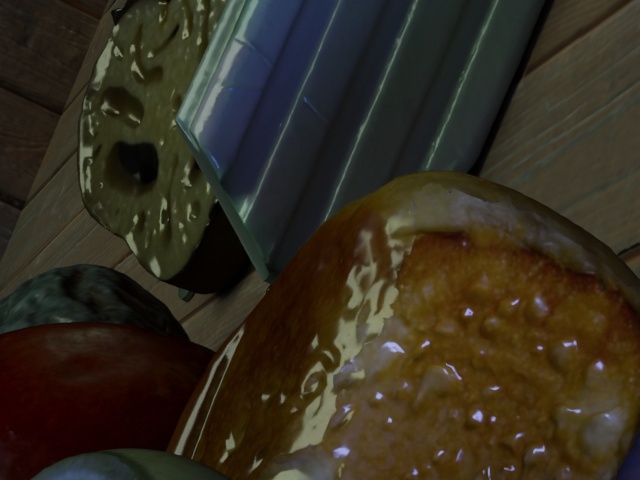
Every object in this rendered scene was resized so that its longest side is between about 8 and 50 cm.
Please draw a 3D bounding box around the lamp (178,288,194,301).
[{"bbox_3d":[-0.124,-0.031,1.954,0.198,0.056,0.050,-68,19,-2],"label":"lamp"}]

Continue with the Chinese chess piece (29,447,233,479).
[{"bbox_3d":[-0.097,0.203,0.810,0.238,0.092,0.237,-35,40,35],"label":"Chinese chess piece"}]

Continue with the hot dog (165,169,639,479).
[{"bbox_3d":[0.015,0.166,0.963,0.405,0.185,0.223,-67,19,-9],"label":"hot dog"}]

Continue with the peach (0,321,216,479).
[{"bbox_3d":[-0.196,0.249,1.210,0.335,0.310,0.405,-66,-6,-71],"label":"peach"}]

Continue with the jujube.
[{"bbox_3d":[-0.198,0.153,1.585,0.308,0.215,0.246,-119,19,-56],"label":"jujube"}]

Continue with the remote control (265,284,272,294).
[{"bbox_3d":[0.000,0.000,1.526,0.222,0.042,0.072,-64,16,-3],"label":"remote control"}]

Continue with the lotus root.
[{"bbox_3d":[-0.119,-0.129,1.857,0.390,0.111,0.374,-19,58,48],"label":"lotus root"}]

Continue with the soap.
[{"bbox_3d":[0.028,-0.130,1.339,0.347,0.208,0.115,-67,15,-7],"label":"soap"}]
